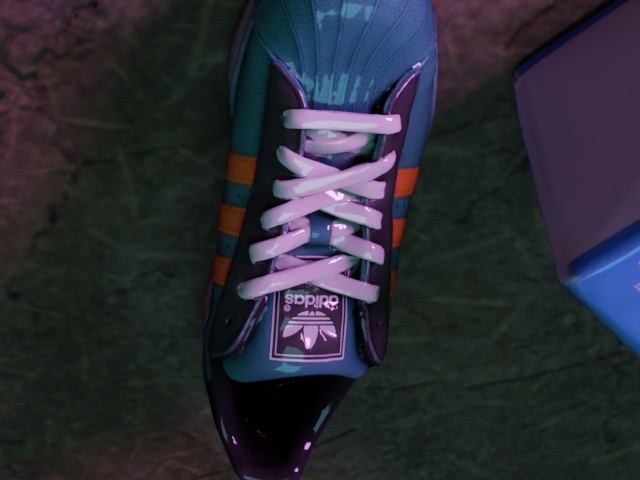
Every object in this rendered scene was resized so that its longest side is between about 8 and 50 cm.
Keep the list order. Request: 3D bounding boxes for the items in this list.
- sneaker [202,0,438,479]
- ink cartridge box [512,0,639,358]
[{"bbox_3d":[0.000,0.000,0.724,0.108,0.121,0.302,3,132,-9],"label":"sneaker"},{"bbox_3d":[0.329,0.002,0.731,0.285,0.166,0.395,-33,126,23],"label":"ink cartridge box"}]
